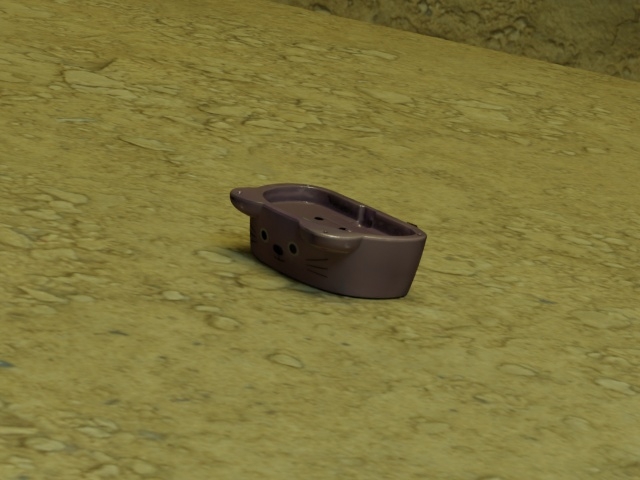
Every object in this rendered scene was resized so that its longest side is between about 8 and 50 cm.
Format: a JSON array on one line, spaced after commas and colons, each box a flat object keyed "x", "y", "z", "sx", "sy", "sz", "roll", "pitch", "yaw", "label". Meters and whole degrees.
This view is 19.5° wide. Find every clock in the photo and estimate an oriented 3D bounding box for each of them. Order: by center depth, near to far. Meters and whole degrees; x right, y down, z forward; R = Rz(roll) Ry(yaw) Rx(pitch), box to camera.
[{"x": 0.000, "y": 0.000, "z": 1.443, "sx": 0.110, "sy": 0.050, "sz": 0.153, "roll": -2, "pitch": 19, "yaw": -41, "label": "clock"}]
